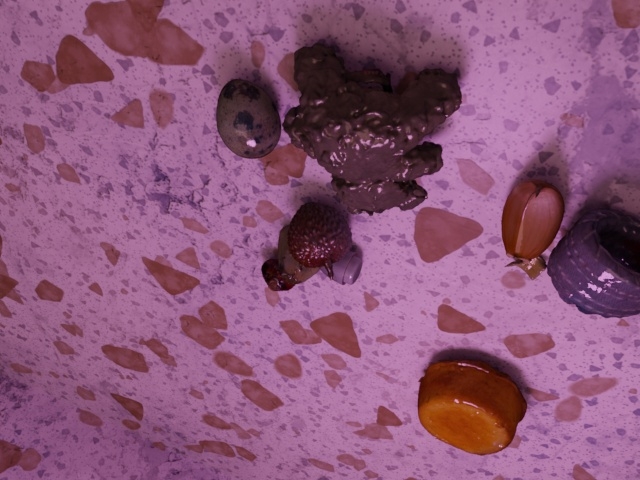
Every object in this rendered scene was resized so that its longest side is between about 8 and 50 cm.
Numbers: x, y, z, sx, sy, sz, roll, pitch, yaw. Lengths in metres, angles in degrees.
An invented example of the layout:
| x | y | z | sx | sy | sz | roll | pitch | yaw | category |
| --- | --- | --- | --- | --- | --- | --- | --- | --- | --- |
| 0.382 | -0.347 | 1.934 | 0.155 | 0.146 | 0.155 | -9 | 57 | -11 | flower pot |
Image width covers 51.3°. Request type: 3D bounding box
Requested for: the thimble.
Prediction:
| x | y | z | sx | sy | sz | roll | pitch | yaw | category |
| --- | --- | --- | --- | --- | --- | --- | --- | --- | --- |
| 0.609 | 0.053 | 1.398 | 0.236 | 0.205 | 0.172 | 4 | 143 | -14 | thimble |

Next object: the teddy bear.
| x | y | z | sx | sy | sz | roll | pitch | yaw | category |
| --- | --- | --- | --- | --- | --- | --- | --- | --- | --- |
| 0.096 | -0.203 | 1.411 | 0.357 | 0.224 | 0.367 | 13 | 150 | 11 | teddy bear |

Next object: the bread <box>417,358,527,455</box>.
| x | y | z | sx | sy | sz | roll | pitch | yaw | category |
| --- | --- | --- | --- | --- | --- | --- | --- | --- | --- |
| 0.424 | 0.467 | 1.881 | 0.312 | 0.172 | 0.312 | 14 | 137 | 14 | bread |

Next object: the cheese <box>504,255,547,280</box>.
| x | y | z | sx | sy | sz | roll | pitch | yaw | category |
| --- | --- | --- | --- | --- | --- | --- | --- | --- | --- |
| 0.479 | 0.054 | 1.563 | 0.084 | 0.041 | 0.060 | 15 | 145 | -12 | cheese |

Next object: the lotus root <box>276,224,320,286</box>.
| x | y | z | sx | sy | sz | roll | pitch | yaw | category |
| --- | --- | --- | --- | --- | --- | --- | --- | --- | --- |
| -0.052 | 0.047 | 1.727 | 0.070 | 0.144 | 0.143 | -19 | 128 | 35 | lotus root |

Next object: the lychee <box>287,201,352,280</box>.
| x | y | z | sx | sy | sz | roll | pitch | yaw | category |
| --- | --- | --- | --- | --- | --- | --- | --- | --- | --- |
| 0.000 | 0.000 | 1.632 | 0.165 | 0.165 | 0.197 | -33 | 70 | 42 | lychee |

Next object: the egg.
| x | y | z | sx | sy | sz | roll | pitch | yaw | category |
| --- | --- | --- | --- | --- | --- | --- | --- | --- | --- |
| -0.162 | -0.267 | 1.473 | 0.141 | 0.141 | 0.181 | -5 | 121 | 28 | egg |

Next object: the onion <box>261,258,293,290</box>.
| x | y | z | sx | sy | sz | roll | pitch | yaw | category |
| --- | --- | --- | --- | --- | --- | --- | --- | --- | --- |
| -0.113 | 0.092 | 1.830 | 0.107 | 0.097 | 0.107 | 41 | 172 | 7 | onion |

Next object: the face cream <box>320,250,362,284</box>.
| x | y | z | sx | sy | sz | roll | pitch | yaw | category |
| --- | --- | --- | --- | --- | --- | --- | --- | --- | --- |
| 0.054 | 0.065 | 1.727 | 0.095 | 0.091 | 0.091 | 22 | 137 | 16 | face cream |

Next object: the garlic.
| x | y | z | sx | sy | sz | roll | pitch | yaw | category |
| --- | --- | --- | --- | --- | --- | --- | --- | --- | --- |
| 0.447 | -0.064 | 1.420 | 0.115 | 0.128 | 0.206 | 50 | 151 | 43 | garlic |
